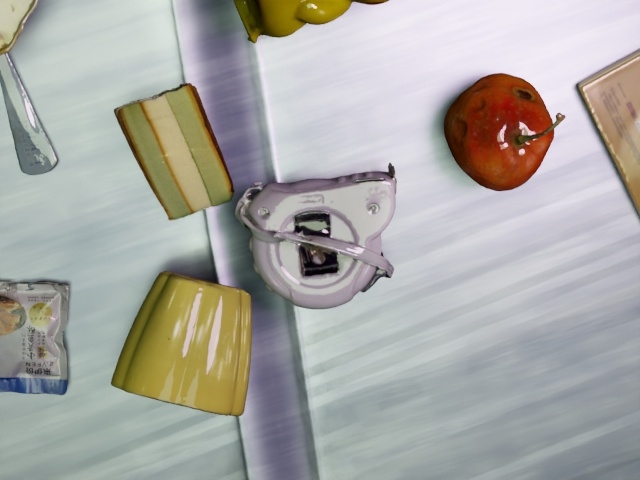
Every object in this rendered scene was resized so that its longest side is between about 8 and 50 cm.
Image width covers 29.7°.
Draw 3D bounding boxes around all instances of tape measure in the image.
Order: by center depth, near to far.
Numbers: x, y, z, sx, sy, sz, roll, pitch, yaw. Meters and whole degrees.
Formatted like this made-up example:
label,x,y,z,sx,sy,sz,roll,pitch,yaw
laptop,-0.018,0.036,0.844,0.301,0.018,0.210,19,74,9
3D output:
label,x,y,z,sx,sy,sz,roll,pitch,yaw
tape measure,0.000,0.000,1.745,0.236,0.120,0.197,-7,102,2

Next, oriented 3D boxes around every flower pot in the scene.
label,x,y,z,sx,sy,sz,roll,pitch,yaw
flower pot,-0.185,0.144,1.728,0.195,0.195,0.179,14,87,-6

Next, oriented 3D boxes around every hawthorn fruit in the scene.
label,x,y,z,sx,sy,sz,roll,pitch,yaw
hawthorn fruit,0.271,-0.141,1.653,0.165,0.285,0.165,-3,102,-14

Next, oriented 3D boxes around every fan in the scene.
label,x,y,z,sx,sy,sz,roll,pitch,yaw
fan,-0.438,-0.230,1.722,0.057,0.023,0.282,-14,102,3

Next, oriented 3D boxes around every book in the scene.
label,x,y,z,sx,sy,sz,roll,pitch,yaw
book,0.605,-0.207,1.792,0.389,0.032,0.269,-27,102,1

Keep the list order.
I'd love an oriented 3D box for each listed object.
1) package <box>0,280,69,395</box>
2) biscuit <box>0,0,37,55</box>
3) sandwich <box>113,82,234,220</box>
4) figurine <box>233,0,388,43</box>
label,x,y,z,sx,sy,sz,roll,pitch,yaw
package,-0.457,0.143,1.781,0.171,0.027,0.173,1,96,-4
biscuit,-0.489,-0.501,1.618,0.446,0.104,0.429,27,94,-15
sandwich,-0.201,-0.119,1.696,0.117,0.144,0.187,-19,100,2
figurine,0.027,-0.383,1.640,0.326,0.169,0.218,-10,144,10
